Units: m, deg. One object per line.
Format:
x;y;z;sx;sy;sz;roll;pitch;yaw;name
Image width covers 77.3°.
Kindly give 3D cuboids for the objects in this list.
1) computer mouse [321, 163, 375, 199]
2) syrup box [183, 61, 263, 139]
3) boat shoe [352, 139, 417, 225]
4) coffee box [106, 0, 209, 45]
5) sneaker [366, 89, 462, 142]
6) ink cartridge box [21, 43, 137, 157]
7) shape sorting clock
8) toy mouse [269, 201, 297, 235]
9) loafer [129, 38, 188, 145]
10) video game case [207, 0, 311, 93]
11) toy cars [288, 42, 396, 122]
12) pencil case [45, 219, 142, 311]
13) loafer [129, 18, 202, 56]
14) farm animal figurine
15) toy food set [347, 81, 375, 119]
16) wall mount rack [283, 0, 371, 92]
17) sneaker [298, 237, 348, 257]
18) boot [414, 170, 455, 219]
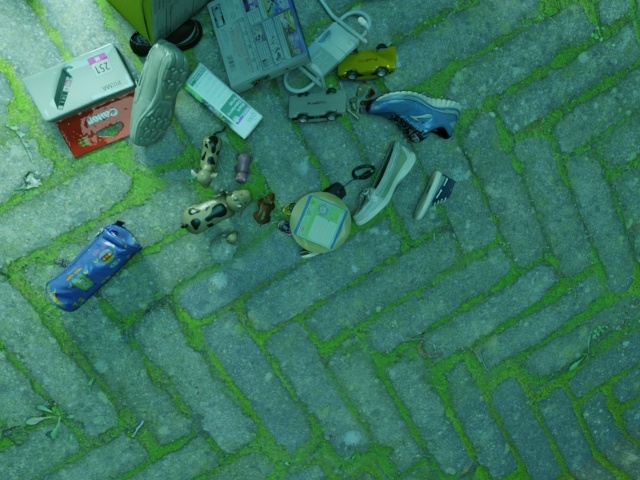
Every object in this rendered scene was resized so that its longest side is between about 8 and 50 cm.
0.090;-0.187;1.381;0.242;0.041;0.071;-37;104;-3;computer mouse
-0.297;-0.422;1.236;0.237;0.096;0.093;39;93;-14;syrup box
0.203;-0.191;1.368;0.103;0.118;0.320;37;88;-9;boat shoe
-0.432;-0.780;0.982;0.338;0.338;0.334;43;74;-14;coffee box
0.312;-0.408;1.337;0.330;0.130;0.147;6;97;-12;sneaker
-0.677;-0.409;1.187;0.275;0.060;0.238;-25;103;-5;ink cartridge box
0.000;-0.060;1.346;0.206;0.040;0.206;0;93;-7;shape sorting clock
-0.088;-0.059;1.375;0.161;0.031;0.143;-25;104;-5;toy mouse
-0.486;-0.423;1.169;0.111;0.112;0.319;46;116;17;loafer
-0.179;-0.606;1.167;0.244;0.061;0.269;-17;87;16;video game case
0.074;-0.491;1.295;0.394;0.087;0.176;-40;70;0;toy cars
-0.703;0.078;1.238;0.306;0.119;0.133;-44;129;-1;pencil case
-0.456;-0.600;1.181;0.220;0.078;0.080;-22;104;-6;loafer
-0.308;-0.134;1.247;0.327;0.172;0.330;-43;105;0;farm animal figurine
0.142;-0.470;1.351;0.078;0.019;0.122;37;84;-15;toy food set
-0.022;-0.646;1.237;0.350;0.130;0.304;-45;74;-1;wall mount rack
0.000;0.000;1.393;0.178;0.072;0.077;-27;92;-13;sneaker
0.412;-0.148;1.432;0.086;0.069;0.190;25;93;-11;boot
